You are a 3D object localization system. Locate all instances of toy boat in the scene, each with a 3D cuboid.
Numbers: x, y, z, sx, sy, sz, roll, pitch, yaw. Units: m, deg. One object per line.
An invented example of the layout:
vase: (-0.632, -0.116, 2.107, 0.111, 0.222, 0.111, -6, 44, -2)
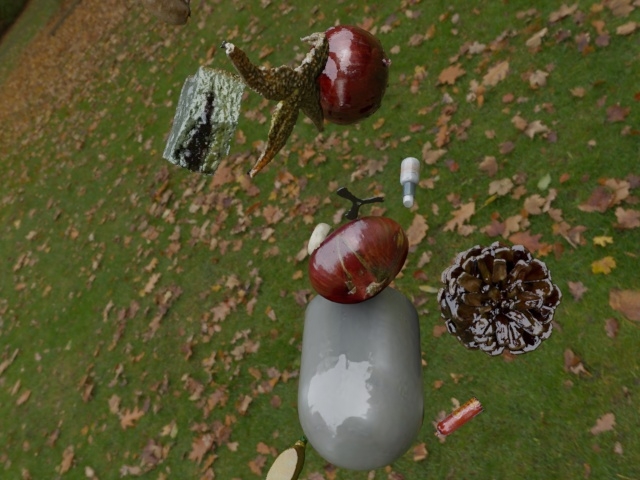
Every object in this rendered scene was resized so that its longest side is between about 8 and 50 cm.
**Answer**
toy boat: (-0.102, 0.674, 1.505, 0.089, 0.088, 0.229, 25, 59, 18)

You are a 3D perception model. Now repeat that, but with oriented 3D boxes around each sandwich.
sandwich: (-0.306, -0.304, 1.333, 0.325, 0.131, 0.262, 21, 94, 65)

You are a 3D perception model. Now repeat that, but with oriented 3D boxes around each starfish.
starfish: (-0.080, -0.354, 1.221, 0.132, 0.384, 0.398, 25, 52, 11)

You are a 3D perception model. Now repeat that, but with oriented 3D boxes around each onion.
onion: (0.092, 0.052, 1.174, 0.248, 0.248, 0.161, -35, 77, 21)
onion: (0.067, -0.459, 1.441, 0.276, 0.276, 0.276, -25, 46, 29)

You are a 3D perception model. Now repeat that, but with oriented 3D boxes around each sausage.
sausage: (0.358, 0.466, 1.352, 0.145, 0.048, 0.050, -32, 49, -8)

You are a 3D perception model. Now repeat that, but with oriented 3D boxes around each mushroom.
mushroom: (-0.410, -0.699, 1.297, 0.156, 0.151, 0.286, 19, 112, 61)

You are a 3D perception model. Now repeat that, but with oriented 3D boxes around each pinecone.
pinecone: (0.593, 0.187, 1.698, 0.397, 0.397, 0.398, -25, 46, 29)

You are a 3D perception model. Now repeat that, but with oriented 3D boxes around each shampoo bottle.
shampoo bottle: (0.341, -0.223, 1.973, 0.074, 0.074, 0.192, -12, 58, 39)

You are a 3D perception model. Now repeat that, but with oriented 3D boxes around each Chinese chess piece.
Chinese chess piece: (0.000, 0.000, 1.765, 0.051, 0.122, 0.122, 23, 76, 12)

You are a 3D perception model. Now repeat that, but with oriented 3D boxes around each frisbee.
frisbee: (0.168, -0.158, 2.110, 0.187, 0.211, 0.012, -10, 53, 17)

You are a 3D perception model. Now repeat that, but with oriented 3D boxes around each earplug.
earplug: (0.101, 0.339, 1.243, 0.312, 0.312, 0.394, -31, 31, 25)
